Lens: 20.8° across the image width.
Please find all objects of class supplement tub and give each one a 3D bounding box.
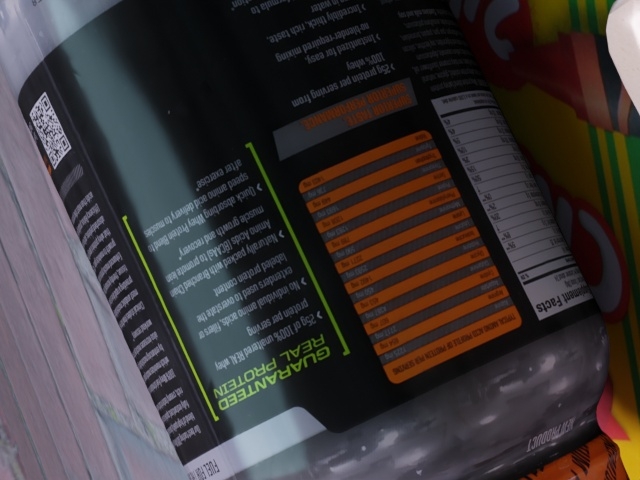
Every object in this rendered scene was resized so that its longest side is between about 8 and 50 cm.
[{"bbox_3d":[0.000,0.000,0.459,0.190,0.117,0.117,65,161,7],"label":"supplement tub"}]

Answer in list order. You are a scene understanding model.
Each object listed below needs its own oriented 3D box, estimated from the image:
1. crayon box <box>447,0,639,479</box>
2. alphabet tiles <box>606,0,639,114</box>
[{"bbox_3d":[0.076,-0.005,0.555,0.202,0.081,0.318,53,157,35],"label":"crayon box"},{"bbox_3d":[0.170,0.001,0.265,0.284,0.021,0.278,-1,125,57],"label":"alphabet tiles"}]
